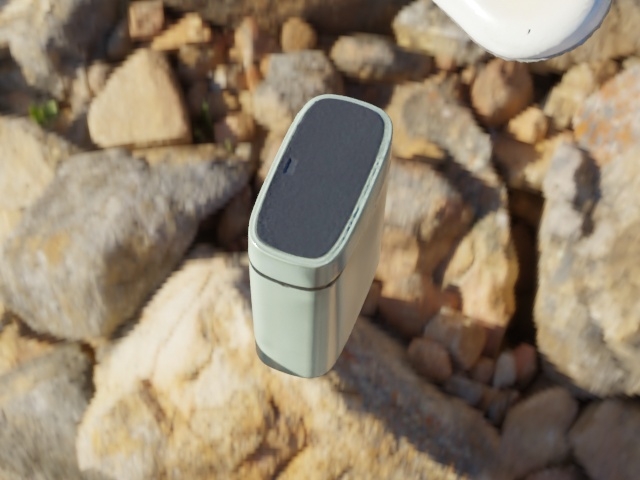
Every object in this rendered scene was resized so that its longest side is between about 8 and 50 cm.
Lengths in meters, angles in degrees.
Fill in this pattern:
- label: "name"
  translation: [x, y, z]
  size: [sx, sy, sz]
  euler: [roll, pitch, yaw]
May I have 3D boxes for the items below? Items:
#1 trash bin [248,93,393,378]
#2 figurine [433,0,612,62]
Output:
- label: "trash bin"
  translation: [0.000, 0.000, 0.972]
  size: [0.059, 0.130, 0.116]
  euler: [19, 59, 10]
- label: "figurine"
  translation: [0.106, -0.253, 1.099]
  size: [0.166, 0.141, 0.250]
  euler: [-29, 68, 7]
